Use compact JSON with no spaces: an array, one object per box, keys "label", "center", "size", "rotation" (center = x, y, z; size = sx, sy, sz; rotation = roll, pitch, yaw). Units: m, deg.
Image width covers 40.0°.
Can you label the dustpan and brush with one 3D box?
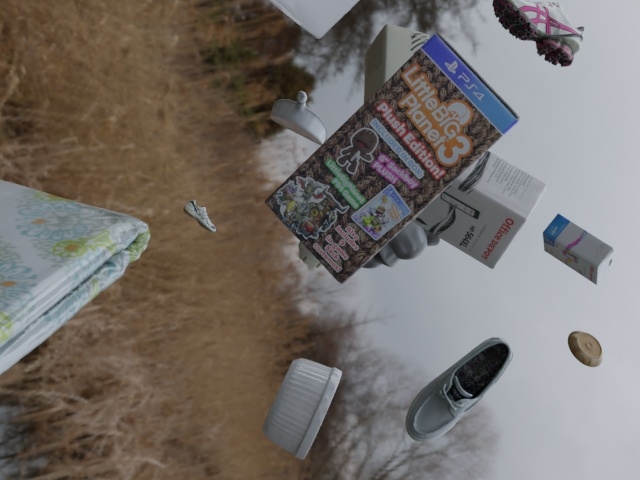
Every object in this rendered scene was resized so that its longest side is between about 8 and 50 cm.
[{"label":"dustpan and brush","center":[-0.047,-0.289,1.986],"size":[0.060,0.147,0.211],"rotation":[-62,176,-3]}]

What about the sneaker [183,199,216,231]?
[{"label":"sneaker","center":[-0.247,-0.053,1.848],"size":[0.083,0.037,0.032],"rotation":[42,-18,-17]}]

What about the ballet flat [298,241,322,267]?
[{"label":"ballet flat","center":[0.000,0.000,1.437],"size":[0.247,0.083,0.087],"rotation":[-103,-142,-79]}]

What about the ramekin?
[{"label":"ramekin","center":[-0.044,0.351,1.876],"size":[0.207,0.109,0.207],"rotation":[25,90,-88]}]

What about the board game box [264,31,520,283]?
[{"label":"board game box","center":[0.097,-0.108,1.138],"size":[0.141,0.291,0.232],"rotation":[47,13,1]}]

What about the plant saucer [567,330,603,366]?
[{"label":"plant saucer","center":[0.531,0.212,1.745],"size":[0.015,0.083,0.083],"rotation":[-56,-138,46]}]

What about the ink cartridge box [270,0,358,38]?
[{"label":"ink cartridge box","center":[-0.040,-0.407,0.955],"size":[0.197,0.198,0.270],"rotation":[29,26,-49]}]

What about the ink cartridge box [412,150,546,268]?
[{"label":"ink cartridge box","center":[0.216,-0.069,1.334],"size":[0.203,0.086,0.148],"rotation":[31,-33,9]}]

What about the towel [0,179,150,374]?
[{"label":"towel","center":[-0.441,0.031,1.085],"size":[0.374,0.320,0.090],"rotation":[-52,155,-58]}]

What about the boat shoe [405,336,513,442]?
[{"label":"boat shoe","center":[0.226,0.241,1.442],"size":[0.079,0.227,0.081],"rotation":[46,-2,13]}]

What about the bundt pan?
[{"label":"bundt pan","center":[0.142,-0.065,1.772],"size":[0.124,0.330,0.331],"rotation":[60,3,-31]}]

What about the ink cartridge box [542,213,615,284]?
[{"label":"ink cartridge box","center":[0.475,0.017,1.620],"size":[0.122,0.052,0.088],"rotation":[36,-10,27]}]

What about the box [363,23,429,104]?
[{"label":"box","center":[0.140,-0.254,1.633],"size":[0.113,0.094,0.275],"rotation":[134,-38,-62]}]

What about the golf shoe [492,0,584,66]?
[{"label":"golf shoe","center":[0.378,-0.384,1.528],"size":[0.086,0.186,0.067],"rotation":[-62,-160,-9]}]
